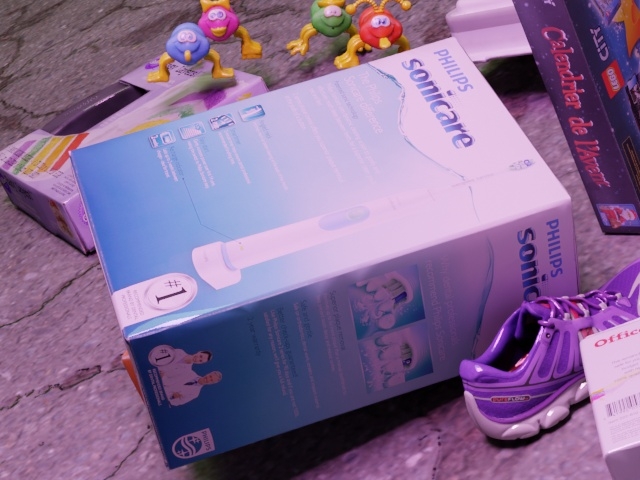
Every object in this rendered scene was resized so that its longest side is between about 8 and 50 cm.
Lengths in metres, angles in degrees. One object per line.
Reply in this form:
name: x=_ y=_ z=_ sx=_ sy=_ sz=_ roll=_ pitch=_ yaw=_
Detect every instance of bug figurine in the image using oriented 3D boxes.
bug figurine: x=-0.042 y=-0.214 z=1.644 sx=0.279 sy=0.072 sz=0.216 roll=-6 pitch=15 yaw=-7

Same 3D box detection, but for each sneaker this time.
sneaker: x=0.160 y=0.057 z=1.016 sx=0.170 sy=0.071 sz=0.068 roll=-35 pitch=26 yaw=-19

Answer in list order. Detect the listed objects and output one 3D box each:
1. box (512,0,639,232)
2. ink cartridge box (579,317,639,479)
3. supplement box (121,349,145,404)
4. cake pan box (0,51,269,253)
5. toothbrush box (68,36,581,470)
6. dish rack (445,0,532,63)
box: x=0.220 y=-0.144 z=1.158 sx=0.044 sy=0.233 sz=0.159 roll=2 pitch=36 yaw=45
ink cartridge box: x=0.203 y=0.093 z=0.927 sx=0.088 sy=0.052 sz=0.122 roll=-20 pitch=26 yaw=12
supplement box: x=-0.061 y=0.046 z=1.250 sx=0.078 sy=0.080 sz=0.233 roll=-9 pitch=31 yaw=31
cake pan box: x=-0.199 y=-0.101 z=1.689 sx=0.246 sy=0.070 sz=0.267 roll=-32 pitch=25 yaw=-17
toothbrush box: x=0.000 y=0.000 z=1.099 sx=0.295 sy=0.126 sz=0.216 roll=-19 pitch=40 yaw=-8
dish rack: x=0.281 y=-0.245 z=1.416 sx=0.285 sy=0.072 sz=0.333 roll=-29 pitch=17 yaw=-32
